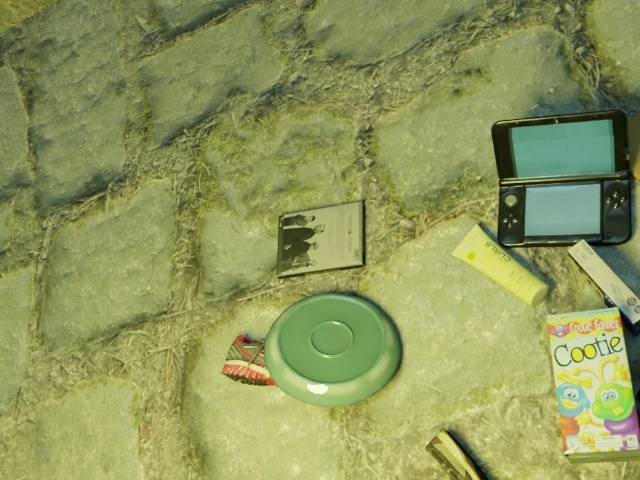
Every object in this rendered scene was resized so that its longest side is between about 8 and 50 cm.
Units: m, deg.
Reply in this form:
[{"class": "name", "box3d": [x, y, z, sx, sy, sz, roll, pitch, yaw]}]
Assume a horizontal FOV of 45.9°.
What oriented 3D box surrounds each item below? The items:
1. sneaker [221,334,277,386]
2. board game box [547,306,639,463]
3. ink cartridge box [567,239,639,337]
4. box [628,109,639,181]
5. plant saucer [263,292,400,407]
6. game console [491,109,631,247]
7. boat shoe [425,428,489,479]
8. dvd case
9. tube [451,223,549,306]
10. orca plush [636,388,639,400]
[{"class": "sneaker", "box3d": [-0.102, 0.291, 1.813, 0.299, 0.121, 0.112, 4, 66, 26]}, {"class": "board game box", "box3d": [0.545, 0.290, 1.501, 0.144, 0.142, 0.275, -10, 63, 20]}, {"class": "ink cartridge box", "box3d": [0.607, 0.100, 1.589, 0.046, 0.097, 0.207, -37, 57, 5]}, {"class": "box", "box3d": [0.764, -0.204, 1.705, 0.164, 0.021, 0.201, -43, 56, 1]}, {"class": "plant saucer", "box3d": [0.026, 0.236, 1.745, 0.318, 0.043, 0.317, -1, 48, 1]}, {"class": "game console", "box3d": [0.533, -0.130, 1.687, 0.293, 0.173, 0.250, -2, 66, 24]}, {"class": "boat shoe", "box3d": [0.299, 0.495, 1.562, 0.073, 0.080, 0.223, -43, 51, 7]}, {"class": "dvd case", "box3d": [0.000, 0.000, 1.956, 0.239, 0.029, 0.179, -8, 63, 20]}, {"class": "tube", "box3d": [0.410, 0.060, 1.725, 0.070, 0.062, 0.240, -23, 46, -28]}, {"class": "orca plush", "box3d": [0.675, 0.322, 1.483, 0.151, 0.102, 0.287, 10, 78, -19]}]
